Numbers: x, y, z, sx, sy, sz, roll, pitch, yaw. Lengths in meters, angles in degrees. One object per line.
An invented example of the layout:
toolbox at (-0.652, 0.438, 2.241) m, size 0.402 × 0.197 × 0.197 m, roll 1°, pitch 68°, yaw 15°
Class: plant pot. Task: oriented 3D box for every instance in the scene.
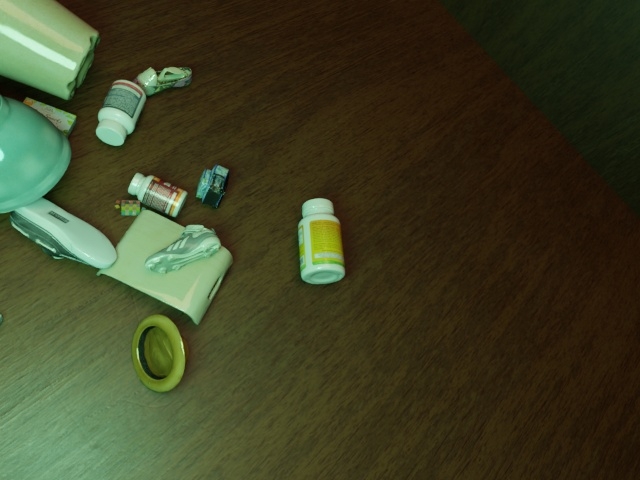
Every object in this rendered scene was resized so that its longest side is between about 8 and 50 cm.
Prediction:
plant pot at (-0.803, -0.242, 1.245) m, size 0.292 × 0.196 × 0.293 m, roll -4°, pitch 57°, yaw 6°
plant pot at (-0.810, -0.568, 1.425) m, size 0.305 × 0.333 × 0.334 m, roll 26°, pitch 58°, yaw -24°

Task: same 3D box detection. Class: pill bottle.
pill bottle at (-0.602, -0.381, 1.524) m, size 0.107 × 0.108 × 0.180 m, roll 18°, pitch 60°, yaw -15°
pill bottle at (-0.472, -0.135, 1.475) m, size 0.151 × 0.086 × 0.086 m, roll 25°, pitch 58°, yaw -11°
pill bottle at (0.000, 0.000, 1.586) m, size 0.136 × 0.136 × 0.246 m, roll 5°, pitch 64°, yaw -21°

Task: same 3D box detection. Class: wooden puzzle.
wooden puzzle at (-0.541, -0.093, 1.447) m, size 0.083 × 0.049 × 0.006 m, roll -1°, pitch 38°, yaw -23°

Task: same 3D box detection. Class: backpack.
backpack at (-0.326, -0.174, 1.547) m, size 0.084 × 0.105 × 0.115 m, roll 22°, pitch 54°, yaw -14°

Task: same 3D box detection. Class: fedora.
fedora at (-0.394, 0.282, 1.291) m, size 0.079 × 0.194 × 0.195 m, roll 7°, pitch 56°, yaw -63°

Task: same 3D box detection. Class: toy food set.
toy food set at (-0.424, 0.071, 1.407) m, size 0.305 × 0.092 × 0.220 m, roll 26°, pitch 59°, yaw -1°

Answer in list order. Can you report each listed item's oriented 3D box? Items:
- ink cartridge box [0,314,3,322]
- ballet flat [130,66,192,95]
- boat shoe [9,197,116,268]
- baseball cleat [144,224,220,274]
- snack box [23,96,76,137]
ink cartridge box at (-0.882, 0.238, 1.138) m, size 0.223 × 0.045 × 0.224 m, roll 21°, pitch 59°, yaw -13°
ballet flat at (-0.518, -0.527, 1.649) m, size 0.221 × 0.079 × 0.077 m, roll -23°, pitch 78°, yaw -30°
boat shoe at (-0.671, -0.003, 1.315) m, size 0.301 × 0.102 × 0.108 m, roll 32°, pitch 24°, yaw -2°
baseball cleat at (-0.376, 0.021, 1.364) m, size 0.205 × 0.072 × 0.109 m, roll -15°, pitch 52°, yaw -25°
snack box at (-0.794, -0.340, 1.461) m, size 0.141 × 0.037 × 0.100 m, roll 19°, pitch 58°, yaw -14°
